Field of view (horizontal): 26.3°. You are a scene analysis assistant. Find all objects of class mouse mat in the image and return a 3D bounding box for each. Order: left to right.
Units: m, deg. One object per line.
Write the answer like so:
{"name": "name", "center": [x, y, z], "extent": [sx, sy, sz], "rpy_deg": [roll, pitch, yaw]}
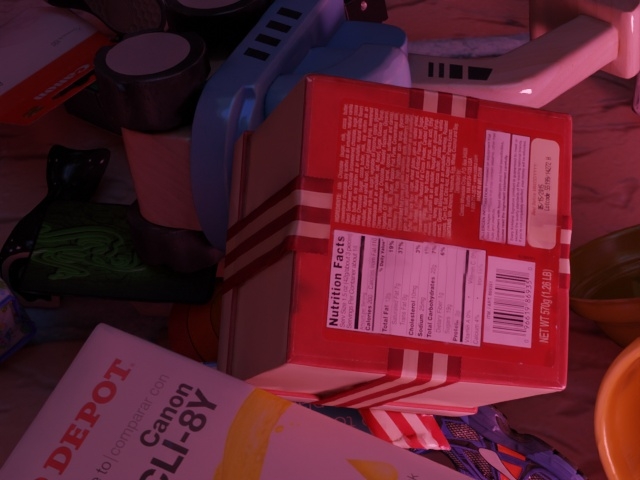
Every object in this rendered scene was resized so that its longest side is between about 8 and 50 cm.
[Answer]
{"name": "mouse mat", "center": [-0.195, 0.010, 1.372], "extent": [0.189, 0.007, 0.153], "rpy_deg": [3, 38, 1]}

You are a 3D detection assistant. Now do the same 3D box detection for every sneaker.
{"name": "sneaker", "center": [-0.209, -0.307, 1.626], "extent": [0.226, 0.086, 0.163], "rpy_deg": [27, 33, 37]}
{"name": "sneaker", "center": [0.175, 0.216, 1.275], "extent": [0.221, 0.083, 0.087], "rpy_deg": [35, 89, 19]}

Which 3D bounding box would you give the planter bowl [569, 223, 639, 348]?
{"name": "planter bowl", "center": [0.344, 0.055, 1.373], "extent": [0.217, 0.090, 0.217], "rpy_deg": [-17, 16, 5]}

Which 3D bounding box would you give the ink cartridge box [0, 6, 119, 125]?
{"name": "ink cartridge box", "center": [-0.340, -0.206, 1.590], "extent": [0.189, 0.066, 0.232], "rpy_deg": [-41, 27, -30]}

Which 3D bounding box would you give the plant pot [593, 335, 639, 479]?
{"name": "plant pot", "center": [0.415, 0.149, 1.231], "extent": [0.254, 0.254, 0.239], "rpy_deg": [36, 42, 27]}

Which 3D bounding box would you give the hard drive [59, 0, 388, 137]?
{"name": "hard drive", "center": [-0.115, -0.228, 1.628], "extent": [0.237, 0.064, 0.339], "rpy_deg": [22, 50, 40]}

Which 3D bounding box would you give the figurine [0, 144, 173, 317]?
{"name": "figurine", "center": [-0.216, -0.027, 1.481], "extent": [0.214, 0.092, 0.209], "rpy_deg": [5, 45, 3]}

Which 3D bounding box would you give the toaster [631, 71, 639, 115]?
{"name": "toaster", "center": [0.453, -0.212, 1.609], "extent": [0.146, 0.129, 0.227], "rpy_deg": [11, 52, 15]}

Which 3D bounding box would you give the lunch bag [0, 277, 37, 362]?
{"name": "lunch bag", "center": [-0.384, 0.083, 1.373], "extent": [0.151, 0.096, 0.129], "rpy_deg": [-39, 58, -15]}

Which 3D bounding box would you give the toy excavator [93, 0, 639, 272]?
{"name": "toy excavator", "center": [0.065, -0.140, 1.355], "extent": [0.445, 0.222, 0.433], "rpy_deg": [9, 39, 20]}

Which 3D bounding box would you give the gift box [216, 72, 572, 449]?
{"name": "gift box", "center": [0.066, 0.030, 1.114], "extent": [0.276, 0.258, 0.255], "rpy_deg": [12, 76, -15]}

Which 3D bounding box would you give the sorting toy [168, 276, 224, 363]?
{"name": "sorting toy", "center": [0.000, 0.000, 1.396], "extent": [0.127, 0.126, 0.365], "rpy_deg": [47, 57, -5]}

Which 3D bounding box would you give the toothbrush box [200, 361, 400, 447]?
{"name": "toothbrush box", "center": [-0.034, 0.256, 1.202], "extent": [0.216, 0.126, 0.296], "rpy_deg": [-2, 50, -2]}

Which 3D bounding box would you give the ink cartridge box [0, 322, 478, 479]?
{"name": "ink cartridge box", "center": [-0.062, 0.268, 1.004], "extent": [0.384, 0.160, 0.279], "rpy_deg": [21, 56, 15]}
